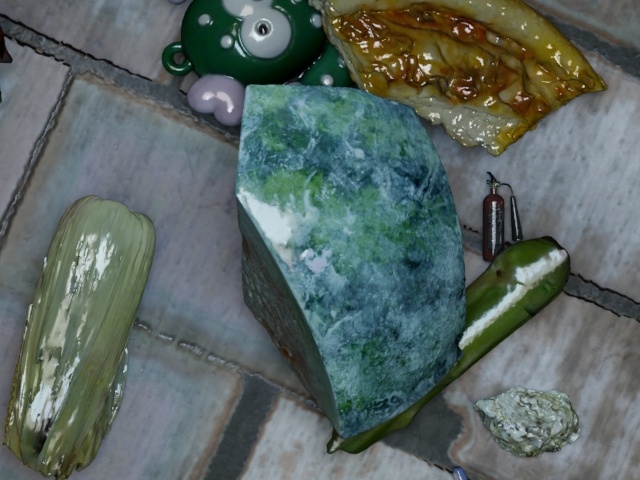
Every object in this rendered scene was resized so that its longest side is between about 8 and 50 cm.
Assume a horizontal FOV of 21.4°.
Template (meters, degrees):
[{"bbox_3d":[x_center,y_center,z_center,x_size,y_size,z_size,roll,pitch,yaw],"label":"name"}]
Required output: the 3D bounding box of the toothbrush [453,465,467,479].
[{"bbox_3d":[0.162,0.389,1.904,0.027,0.021,0.269,-2,89,-15],"label":"toothbrush"}]

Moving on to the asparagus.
[{"bbox_3d":[0.139,0.121,1.880,0.343,0.085,0.082,-42,103,3],"label":"asparagus"}]

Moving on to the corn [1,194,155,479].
[{"bbox_3d":[-0.262,0.104,1.839,0.122,0.123,0.305,14,89,-4],"label":"corn"}]

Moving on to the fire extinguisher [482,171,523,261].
[{"bbox_3d":[0.206,-0.027,1.909,0.046,0.032,0.100,1,95,8],"label":"fire extinguisher"}]

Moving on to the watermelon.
[{"bbox_3d":[0.000,0.000,1.806,0.228,0.258,0.387,-28,108,-28],"label":"watermelon"}]

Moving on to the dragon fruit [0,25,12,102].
[{"bbox_3d":[-0.464,-0.212,1.769,0.233,0.293,0.234,-16,61,32],"label":"dragon fruit"}]

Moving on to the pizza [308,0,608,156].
[{"bbox_3d":[0.151,-0.199,1.841,0.365,0.074,0.182,22,68,-18],"label":"pizza"}]

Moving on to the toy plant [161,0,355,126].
[{"bbox_3d":[-0.063,-0.237,1.860,0.243,0.112,0.233,-2,75,-7],"label":"toy plant"}]

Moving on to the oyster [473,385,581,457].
[{"bbox_3d":[0.237,0.200,1.903,0.100,0.037,0.098,-30,91,-3],"label":"oyster"}]
